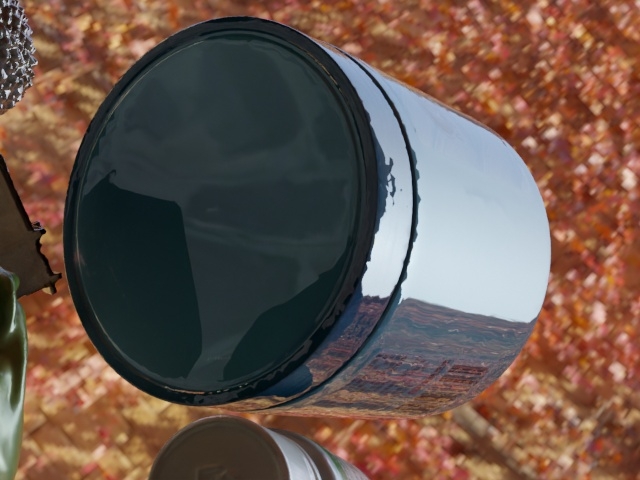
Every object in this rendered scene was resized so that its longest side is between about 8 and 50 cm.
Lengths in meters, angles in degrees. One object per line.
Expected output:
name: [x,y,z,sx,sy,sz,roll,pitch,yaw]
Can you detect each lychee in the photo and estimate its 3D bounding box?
lychee: [-0.376,-0.193,1.507,0.165,0.165,0.197,31,-47,17]

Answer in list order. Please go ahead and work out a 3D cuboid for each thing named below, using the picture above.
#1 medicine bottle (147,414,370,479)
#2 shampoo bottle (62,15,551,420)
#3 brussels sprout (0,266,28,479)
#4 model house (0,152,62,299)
medicine bottle: [-0.038,0.216,1.146,0.139,0.139,0.237,21,-12,24]
shampoo bottle: [0.000,0.000,1.338,0.331,0.343,0.331,-7,-103,33]
brussels sprout: [-0.321,0.062,0.930,0.328,0.247,0.328,21,-49,26]
model house: [-0.376,0.031,1.239,0.206,0.271,0.178,12,-52,57]
